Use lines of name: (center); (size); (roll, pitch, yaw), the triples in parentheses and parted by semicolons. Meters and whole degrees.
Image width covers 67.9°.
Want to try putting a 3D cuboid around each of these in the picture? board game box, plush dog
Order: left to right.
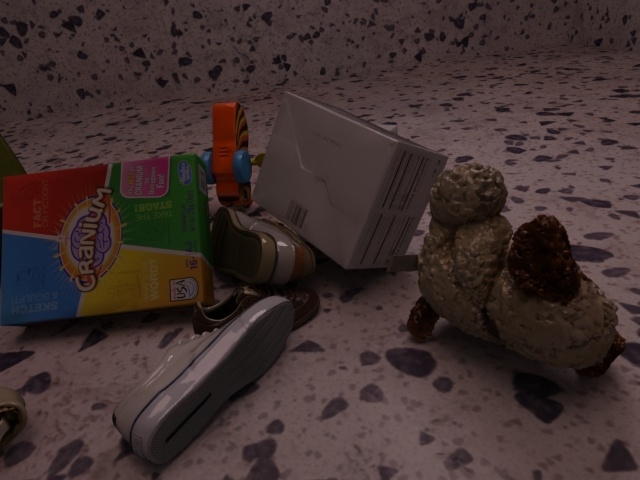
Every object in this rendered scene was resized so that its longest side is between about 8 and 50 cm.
board game box: (-0.338, 0.001, 0.761); (0.316, 0.243, 0.064); (-7, -11, 2)
plush dog: (0.224, 0.063, 0.555); (0.211, 0.262, 0.225); (-50, 28, -7)

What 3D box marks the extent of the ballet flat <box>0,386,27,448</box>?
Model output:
ballet flat: (-0.420, 0.243, 0.480); (0.086, 0.086, 0.248); (13, 34, 33)

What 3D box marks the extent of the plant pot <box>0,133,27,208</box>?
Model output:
plant pot: (-0.911, -0.190, 1.125); (0.366, 0.353, 0.366); (-6, 28, 3)

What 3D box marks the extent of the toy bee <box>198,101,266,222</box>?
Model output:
toy bee: (-0.204, -0.140, 1.052); (0.195, 0.299, 0.162); (21, -5, 13)

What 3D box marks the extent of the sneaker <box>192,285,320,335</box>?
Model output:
sneaker: (-0.089, 0.096, 0.682); (0.188, 0.071, 0.066); (-19, 30, -19)

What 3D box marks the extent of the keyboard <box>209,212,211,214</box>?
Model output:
keyboard: (-0.352, -0.012, 1.020); (0.072, 0.014, 0.256); (19, 38, 32)

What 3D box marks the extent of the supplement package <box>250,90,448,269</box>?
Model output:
supplement package: (0.037, -0.102, 0.798); (0.145, 0.204, 0.261); (2, 26, -46)

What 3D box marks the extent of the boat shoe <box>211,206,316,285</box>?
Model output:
boat shoe: (-0.113, 0.014, 0.823); (0.103, 0.113, 0.302); (10, 10, -30)

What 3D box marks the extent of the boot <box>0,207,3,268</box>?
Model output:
boot: (-0.565, -0.047, 1.011); (0.284, 0.138, 0.377); (-9, 29, 2)

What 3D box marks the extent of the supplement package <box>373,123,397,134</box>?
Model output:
supplement package: (0.044, -0.160, 1.048); (0.194, 0.149, 0.203); (12, 35, 33)

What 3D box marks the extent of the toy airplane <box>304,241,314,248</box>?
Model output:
toy airplane: (0.000, 0.000, 0.887); (0.151, 0.028, 0.151); (-2, 35, 1)

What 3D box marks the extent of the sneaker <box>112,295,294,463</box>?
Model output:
sneaker: (-0.136, 0.143, 0.582); (0.091, 0.094, 0.258); (18, 38, 32)
